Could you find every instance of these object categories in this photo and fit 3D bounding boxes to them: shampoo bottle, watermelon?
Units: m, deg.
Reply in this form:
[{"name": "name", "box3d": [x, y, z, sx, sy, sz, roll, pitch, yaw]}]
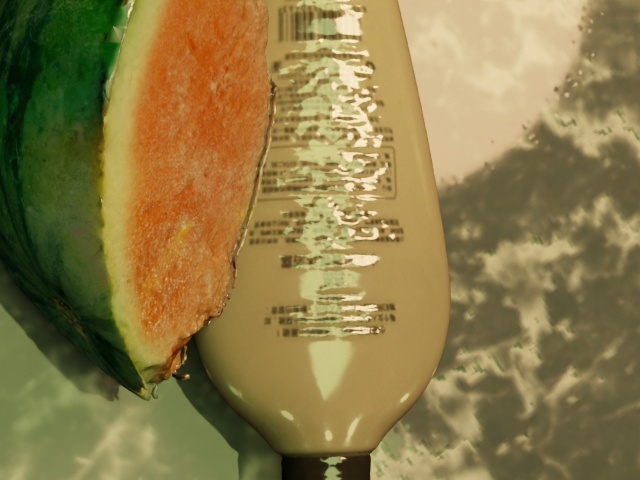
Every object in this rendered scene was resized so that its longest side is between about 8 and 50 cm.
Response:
[{"name": "shampoo bottle", "box3d": [0.000, 0.000, 0.867, 0.127, 0.078, 0.257, 1, 83, -13]}, {"name": "watermelon", "box3d": [-0.117, -0.055, 0.809, 0.146, 0.128, 0.231, 14, 89, 29]}]
